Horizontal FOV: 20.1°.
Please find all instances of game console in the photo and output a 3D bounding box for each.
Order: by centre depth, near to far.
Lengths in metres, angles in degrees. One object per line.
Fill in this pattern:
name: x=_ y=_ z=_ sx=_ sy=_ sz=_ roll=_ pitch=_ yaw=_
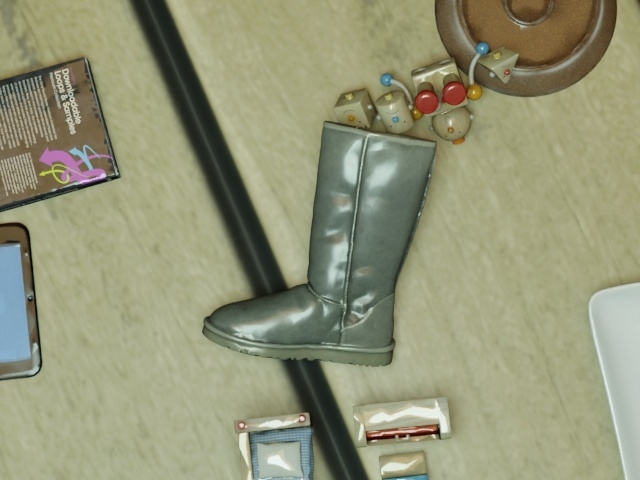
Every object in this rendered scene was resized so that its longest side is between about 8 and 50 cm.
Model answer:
game console: x=-0.324 y=0.056 z=1.613 sx=0.085 sy=0.124 sz=0.144 roll=-11 pitch=82 yaw=27

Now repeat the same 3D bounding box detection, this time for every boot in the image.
boot: x=-0.001 y=-0.001 z=1.588 sx=0.190 sy=0.076 sz=0.208 roll=4 pitch=107 yaw=-11

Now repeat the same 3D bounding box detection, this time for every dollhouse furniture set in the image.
dollhouse furniture set: x=0.025 y=0.209 z=1.562 sx=0.184 sy=0.129 sz=0.129 roll=-7 pitch=84 yaw=1

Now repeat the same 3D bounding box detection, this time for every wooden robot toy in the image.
wooden robot toy: x=0.105 y=-0.114 z=1.626 sx=0.173 sy=0.076 sz=0.079 roll=-18 pitch=118 yaw=10

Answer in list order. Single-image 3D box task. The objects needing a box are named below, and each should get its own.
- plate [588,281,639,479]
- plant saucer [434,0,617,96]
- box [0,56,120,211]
plate: x=0.395 y=0.156 z=1.601 sx=0.278 sy=0.045 sz=0.277 roll=-11 pitch=84 yaw=0
plant saucer: x=0.189 y=-0.216 z=1.656 sx=0.168 sy=0.029 sz=0.168 roll=0 pitch=85 yaw=2
box: x=-0.275 y=-0.091 z=1.654 sx=0.162 sy=0.029 sz=0.116 roll=-15 pitch=84 yaw=1
